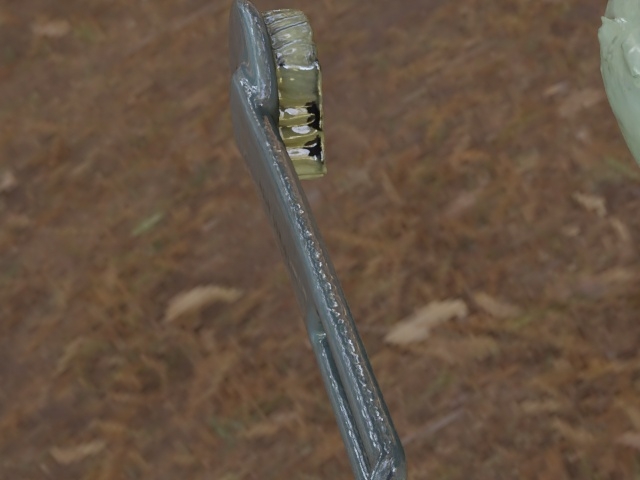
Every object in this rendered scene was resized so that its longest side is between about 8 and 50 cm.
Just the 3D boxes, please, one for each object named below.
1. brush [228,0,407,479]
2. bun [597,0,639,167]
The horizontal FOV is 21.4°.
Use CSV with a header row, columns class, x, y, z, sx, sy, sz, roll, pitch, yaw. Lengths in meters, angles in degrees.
class,x,y,z,sx,sy,sz,roll,pitch,yaw
brush,0.000,0.000,0.426,0.027,0.062,0.266,-7,26,-6
bun,0.261,-0.128,0.765,0.293,0.293,0.187,-22,51,12
